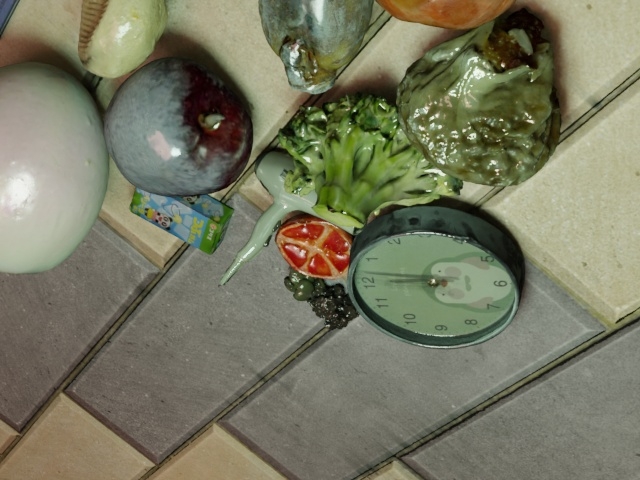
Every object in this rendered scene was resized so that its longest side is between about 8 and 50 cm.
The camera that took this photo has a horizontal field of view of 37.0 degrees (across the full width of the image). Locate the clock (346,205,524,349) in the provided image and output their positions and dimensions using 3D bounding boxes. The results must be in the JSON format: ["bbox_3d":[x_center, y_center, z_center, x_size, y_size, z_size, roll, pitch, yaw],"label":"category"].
[{"bbox_3d":[0.201,0.074,1.708,0.319,0.066,0.318,9,136,9],"label":"clock"}]

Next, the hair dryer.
[{"bbox_3d":[-0.040,-0.015,1.690,0.229,0.267,0.092,14,173,21],"label":"hair dryer"}]

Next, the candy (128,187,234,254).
[{"bbox_3d":[-0.277,-0.060,1.895,0.195,0.062,0.097,29,133,4],"label":"candy"}]

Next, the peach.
[{"bbox_3d":[0.164,-0.384,1.304,0.236,0.214,0.214,2,129,47],"label":"peach"}]

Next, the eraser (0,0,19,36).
[{"bbox_3d":[-0.596,-0.452,1.756,0.082,0.036,0.225,41,134,-10],"label":"eraser"}]

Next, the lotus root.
[{"bbox_3d":[-0.003,-0.396,1.410,0.175,0.175,0.349,19,129,13],"label":"lotus root"}]

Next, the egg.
[{"bbox_3d":[-0.551,-0.166,1.772,0.355,0.354,0.339,33,116,-1],"label":"egg"}]

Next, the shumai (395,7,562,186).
[{"bbox_3d":[0.244,-0.220,1.401,0.256,0.189,0.218,21,135,4],"label":"shumai"}]

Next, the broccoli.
[{"bbox_3d":[0.069,-0.103,1.550,0.288,0.245,0.248,0,141,39],"label":"broccoli"}]

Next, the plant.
[{"bbox_3d":[-0.002,0.110,1.885,0.174,0.087,0.085,38,105,-12],"label":"plant"}]

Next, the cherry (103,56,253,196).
[{"bbox_3d":[-0.247,-0.188,1.658,0.296,0.218,0.255,-16,141,42],"label":"cherry"}]

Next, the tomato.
[{"bbox_3d":[0.000,0.000,1.792,0.156,0.069,0.155,11,133,12],"label":"tomato"}]

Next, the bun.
[{"bbox_3d":[-0.324,-0.370,1.599,0.128,0.222,0.222,9,141,-26],"label":"bun"}]
